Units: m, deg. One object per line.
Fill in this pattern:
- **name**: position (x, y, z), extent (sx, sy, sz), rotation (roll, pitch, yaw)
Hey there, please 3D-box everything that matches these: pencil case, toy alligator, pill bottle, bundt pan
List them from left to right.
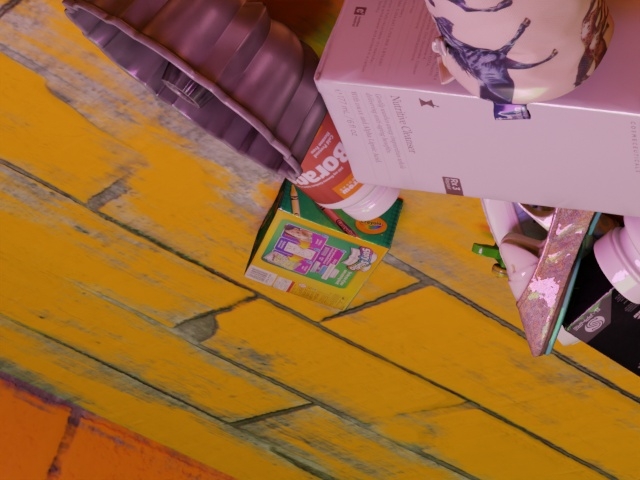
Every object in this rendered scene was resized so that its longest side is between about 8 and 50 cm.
- **bundt pan**: position (-0.121, -0.212, 1.841), extent (0.331, 0.124, 0.331), rotation (36, 174, 4)
- **pill bottle**: position (0.006, -0.115, 2.057), extent (0.121, 0.121, 0.216), rotation (-6, 147, 41)
- **pencil case**: position (0.143, -0.288, 1.519), extent (0.183, 0.160, 0.410), rotation (-24, 142, 8)
- **toy alligator**: position (0.302, 0.030, 2.265), extent (0.190, 0.056, 0.051), rotation (15, -162, 2)
- **pill bottle**: position (0.426, -0.024, 1.864), extent (0.124, 0.124, 0.221), rotation (33, 121, -31)

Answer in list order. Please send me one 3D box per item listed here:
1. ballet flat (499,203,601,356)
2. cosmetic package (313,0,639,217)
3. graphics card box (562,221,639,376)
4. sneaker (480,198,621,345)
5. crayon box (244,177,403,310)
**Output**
- **ballet flat**: position (0.278, -0.012, 1.968), extent (0.106, 0.316, 0.107), rotation (20, -160, 5)
- **cosmetic package**: position (0.215, -0.155, 1.790), extent (0.385, 0.156, 0.217), rotation (8, 152, 21)
- **graphics card box**: position (0.503, 0.097, 2.089), extent (0.371, 0.094, 0.233), rotation (30, 119, -29)
- **sneaker**: position (0.313, -0.013, 2.112), extent (0.150, 0.135, 0.366), rotation (-24, 136, 13)
- **crayon box**: position (0.000, 0.000, 2.356), extent (0.165, 0.081, 0.278), rotation (19, 156, -6)
